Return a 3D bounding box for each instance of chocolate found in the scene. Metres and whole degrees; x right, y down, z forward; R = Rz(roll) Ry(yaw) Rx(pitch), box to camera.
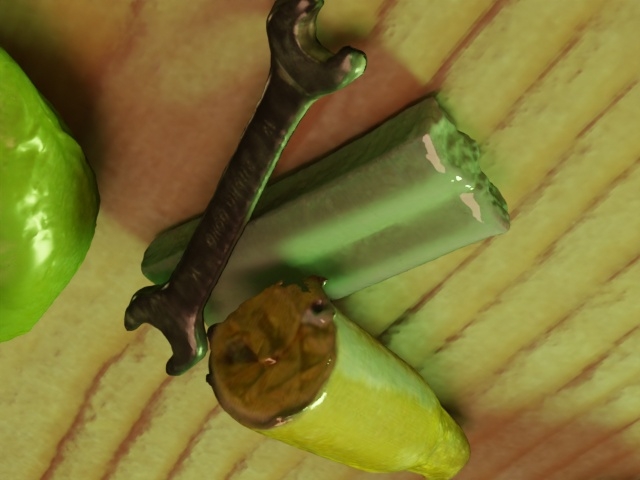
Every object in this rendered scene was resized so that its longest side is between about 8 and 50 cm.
[{"bbox_3d":[0.023,0.096,0.761,0.085,0.086,0.219,-8,154,27],"label":"chocolate"}]

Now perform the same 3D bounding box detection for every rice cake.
[{"bbox_3d":[0.000,-0.001,0.709,0.221,0.042,0.080,-25,121,40],"label":"rice cake"}]

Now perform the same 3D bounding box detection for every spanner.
[{"bbox_3d":[-0.044,-0.020,0.678,0.054,0.015,0.254,38,130,10],"label":"spanner"}]

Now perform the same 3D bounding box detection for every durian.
[{"bbox_3d":[-0.190,-0.016,0.709,0.139,0.101,0.250,30,143,-14],"label":"durian"}]
